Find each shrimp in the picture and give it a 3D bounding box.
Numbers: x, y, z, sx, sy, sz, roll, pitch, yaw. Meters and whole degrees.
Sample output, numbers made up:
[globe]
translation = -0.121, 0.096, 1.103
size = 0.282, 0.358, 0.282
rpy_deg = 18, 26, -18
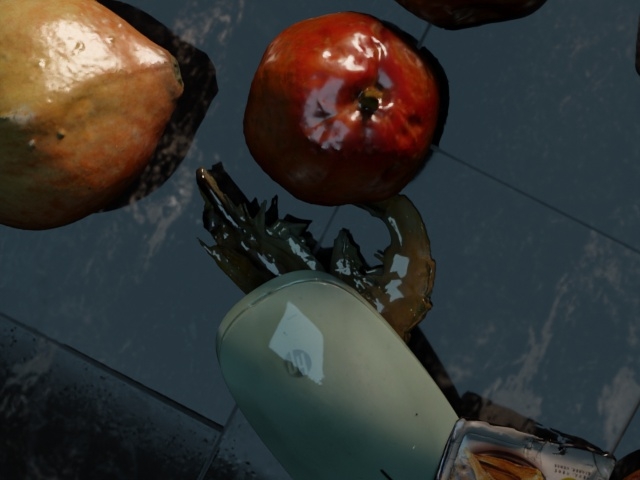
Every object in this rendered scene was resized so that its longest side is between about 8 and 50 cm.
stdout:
[shrimp]
translation = 0.000, 0.000, 1.704
size = 0.173, 0.058, 0.253
rpy_deg = -43, 93, 0

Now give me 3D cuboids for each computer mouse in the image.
[computer mouse]
translation = 0.024, 0.155, 1.662
size = 0.159, 0.097, 0.288
rpy_deg = -34, 105, 6

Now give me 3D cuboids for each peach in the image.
[peach]
translation = -0.235, -0.124, 1.643
size = 0.233, 0.232, 0.232
rpy_deg = 1, 95, 7

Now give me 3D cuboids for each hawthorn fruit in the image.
[hawthorn fruit]
translation = 0.024, -0.119, 1.608
size = 0.179, 0.200, 0.179
rpy_deg = 2, 82, -12

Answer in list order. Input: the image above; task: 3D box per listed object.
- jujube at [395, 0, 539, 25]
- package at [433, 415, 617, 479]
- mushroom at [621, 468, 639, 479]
[jujube]
translation = 0.123, -0.318, 1.610
size = 0.190, 0.190, 0.255
rpy_deg = -5, 78, 7
[package]
translation = 0.175, 0.260, 1.697
size = 0.171, 0.027, 0.173
rpy_deg = 15, 96, -21
[mushroom]
translation = 0.298, 0.324, 1.613
size = 0.148, 0.217, 0.227
rpy_deg = 6, 96, 7
